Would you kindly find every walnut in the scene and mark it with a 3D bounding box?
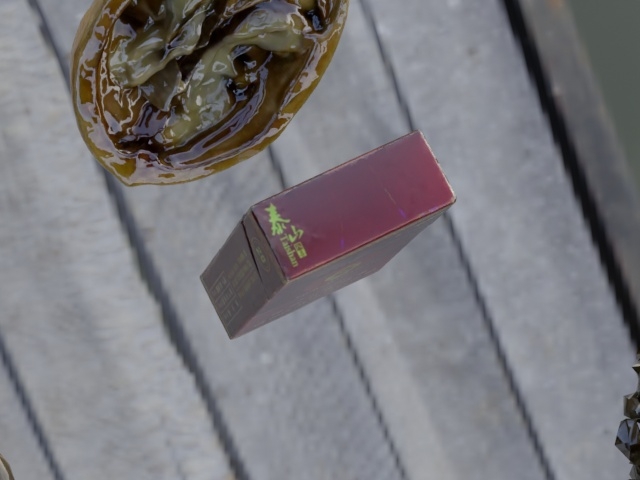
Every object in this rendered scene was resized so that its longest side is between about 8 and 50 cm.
[{"bbox_3d":[-0.045,-0.079,0.654,0.091,0.052,0.121,27,107,-39],"label":"walnut"}]

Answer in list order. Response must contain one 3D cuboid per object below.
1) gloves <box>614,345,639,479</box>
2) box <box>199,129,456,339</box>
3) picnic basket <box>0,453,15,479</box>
[{"bbox_3d":[0.196,0.075,0.541,0.312,0.135,0.210,-20,96,-57],"label":"gloves"},{"bbox_3d":[0.000,0.000,0.504,0.051,0.082,0.023,-26,84,-18],"label":"box"},{"bbox_3d":[-0.167,0.011,0.391,0.291,0.254,0.321,29,77,2],"label":"picnic basket"}]
